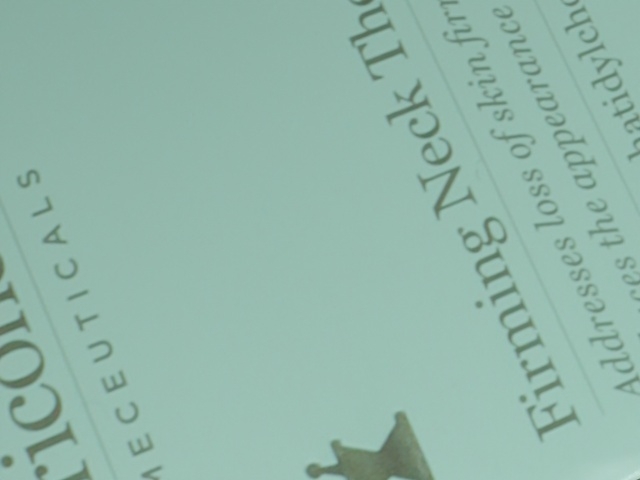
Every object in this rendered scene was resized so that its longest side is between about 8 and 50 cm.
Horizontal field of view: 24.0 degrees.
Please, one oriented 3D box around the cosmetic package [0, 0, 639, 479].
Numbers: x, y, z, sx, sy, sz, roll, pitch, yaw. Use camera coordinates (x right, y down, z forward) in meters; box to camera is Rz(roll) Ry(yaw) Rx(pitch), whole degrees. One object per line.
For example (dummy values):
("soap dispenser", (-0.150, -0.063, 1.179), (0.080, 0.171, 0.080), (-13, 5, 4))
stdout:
("cosmetic package", (0.000, 0.000, 0.738), (0.394, 0.329, 0.327), (-23, 170, -10))
